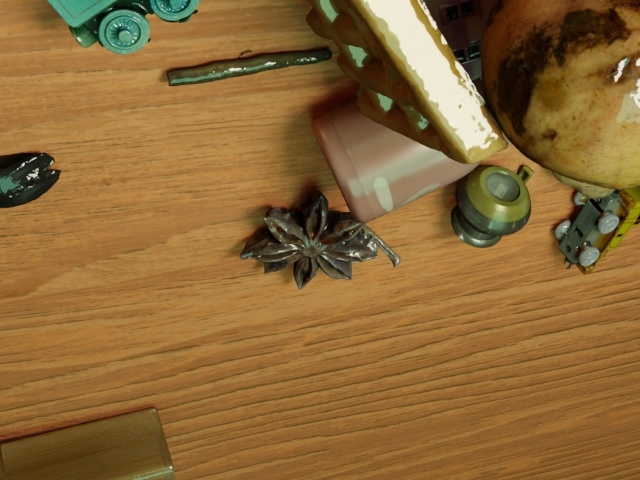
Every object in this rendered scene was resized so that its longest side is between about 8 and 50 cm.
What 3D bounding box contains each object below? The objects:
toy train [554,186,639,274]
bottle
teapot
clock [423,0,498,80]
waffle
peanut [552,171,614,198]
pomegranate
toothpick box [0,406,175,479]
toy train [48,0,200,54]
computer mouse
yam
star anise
[{"bbox_3d":[0.504,-0.031,1.868,0.127,0.089,0.219,-6,136,-32],"label":"toy train"},{"bbox_3d":[0.153,-0.152,1.510,0.296,0.206,0.173,-23,102,1],"label":"bottle"},{"bbox_3d":[0.289,-0.064,1.731,0.165,0.130,0.119,-36,164,-33],"label":"teapot"},{"bbox_3d":[0.254,-0.348,1.379,0.309,0.166,0.235,-15,138,4],"label":"clock"},{"bbox_3d":[0.061,-0.253,1.250,0.077,0.304,0.348,-40,119,-4],"label":"waffle"},{"bbox_3d":[0.420,-0.141,1.718,0.104,0.086,0.228,-30,137,25],"label":"peanut"},{"bbox_3d":[0.343,-0.212,1.204,0.322,0.322,0.322,-12,137,-11],"label":"pomegranate"},{"bbox_3d":[-0.429,0.433,1.900,0.308,0.187,0.190,-12,137,-16],"label":"toothpick box"},{"bbox_3d":[-0.234,-0.320,1.250,0.198,0.107,0.154,-31,130,11],"label":"toy train"},{"bbox_3d":[-0.429,-0.080,1.459,0.135,0.047,0.079,-18,139,-7],"label":"computer mouse"},{"bbox_3d":[-0.097,-0.243,1.445,0.234,0.029,0.027,-12,164,-13],"label":"yam"},{"bbox_3d":[0.000,0.001,1.694,0.262,0.081,0.230,1,134,-8],"label":"star anise"}]
